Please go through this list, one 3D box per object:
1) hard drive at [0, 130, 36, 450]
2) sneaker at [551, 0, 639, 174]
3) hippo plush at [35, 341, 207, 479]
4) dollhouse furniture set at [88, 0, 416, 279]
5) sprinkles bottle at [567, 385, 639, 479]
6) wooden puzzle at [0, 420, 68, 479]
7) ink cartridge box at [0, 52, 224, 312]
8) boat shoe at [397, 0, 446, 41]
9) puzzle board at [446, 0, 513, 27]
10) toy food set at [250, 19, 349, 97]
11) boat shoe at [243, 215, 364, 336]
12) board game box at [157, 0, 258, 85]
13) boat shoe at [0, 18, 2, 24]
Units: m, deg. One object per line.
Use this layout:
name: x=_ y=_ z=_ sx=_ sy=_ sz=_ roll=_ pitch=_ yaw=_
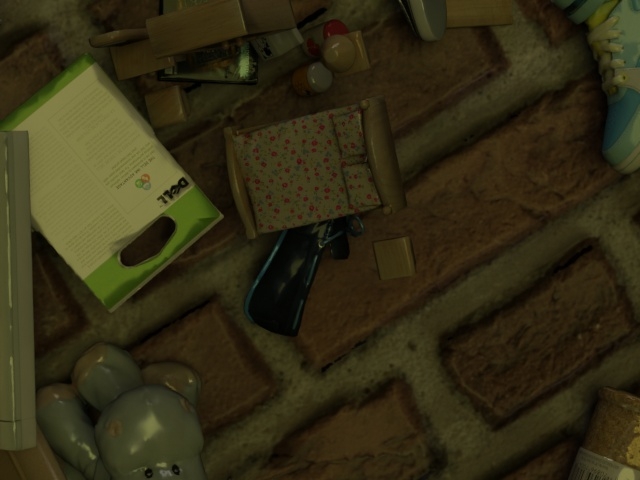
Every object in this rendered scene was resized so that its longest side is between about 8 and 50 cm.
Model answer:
hard drive: x=-0.421 y=0.052 z=1.632 sx=0.047 sy=0.233 sz=0.353 roll=-5 pitch=95 yaw=-53
sneaker: x=0.366 y=-0.258 z=1.831 sx=0.208 sy=0.127 sz=0.319 roll=20 pitch=77 yaw=-13
hippo plush: x=-0.233 y=0.271 z=1.659 sx=0.234 sy=0.236 sz=0.294 roll=-5 pitch=92 yaw=-12
dollhouse furniture set: x=-0.086 y=-0.095 z=1.637 sx=0.303 sy=0.174 sz=0.355 roll=-11 pitch=96 yaw=22
sprinkles bottle: x=0.360 y=0.372 z=1.840 sx=0.121 sy=0.121 sz=0.355 roll=21 pitch=87 yaw=-11
wooden puzzle: x=-0.394 y=0.319 z=1.643 sx=0.239 sy=0.221 sz=0.044 roll=-43 pitch=144 yaw=8
ink cartridge box: x=-0.272 y=-0.068 z=1.718 sx=0.189 sy=0.097 sz=0.255 roll=-41 pitch=100 yaw=-8
boat shoe: x=0.095 y=-0.355 z=1.799 sx=0.076 sy=0.080 sz=0.228 roll=-15 pitch=95 yaw=31
puzzle board: x=0.186 y=-0.325 z=1.848 sx=0.128 sy=0.011 sz=0.096 roll=-5 pitch=91 yaw=-12
toy food set: x=-0.028 y=-0.293 z=1.732 sx=0.111 sy=0.104 sz=0.232 roll=-44 pitch=109 yaw=-35
boat shoe: x=0.000 y=0.000 z=1.778 sx=0.089 sy=0.109 sz=0.258 roll=30 pitch=100 yaw=4
board game box: x=-0.138 y=-0.289 z=1.775 sx=0.126 sy=0.026 sz=0.186 roll=2 pitch=90 yaw=-12
boat shoe: x=-0.428 y=-0.279 z=1.674 sx=0.105 sy=0.113 sz=0.306 roll=3 pitch=81 yaw=3
